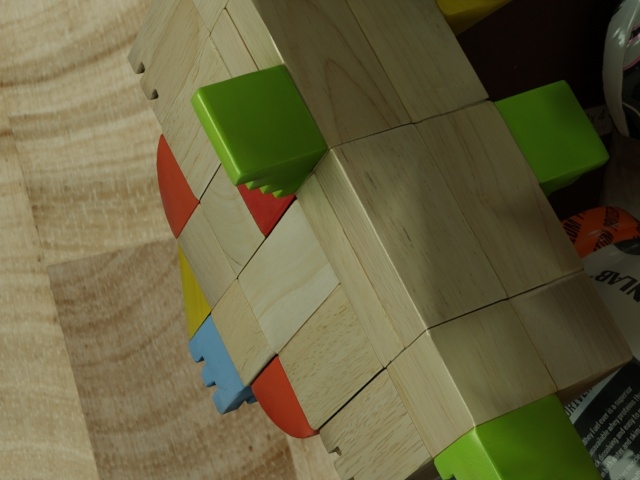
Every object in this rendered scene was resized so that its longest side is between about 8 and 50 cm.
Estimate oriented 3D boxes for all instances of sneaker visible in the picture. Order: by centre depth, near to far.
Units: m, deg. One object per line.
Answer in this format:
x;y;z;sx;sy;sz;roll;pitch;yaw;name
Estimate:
0.216;-0.135;0.880;0.077;0.072;0.178;19;122;33;sneaker

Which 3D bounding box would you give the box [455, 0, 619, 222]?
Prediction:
0.086;-0.110;0.943;0.143;0.191;0.381;28;123;41;box

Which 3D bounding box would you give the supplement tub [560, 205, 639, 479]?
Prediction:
0.235;0.144;0.837;0.338;0.207;0.207;45;132;30;supplement tub

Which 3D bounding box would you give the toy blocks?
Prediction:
0.000;0.000;0.820;0.381;0.191;0.261;62;150;15;toy blocks
